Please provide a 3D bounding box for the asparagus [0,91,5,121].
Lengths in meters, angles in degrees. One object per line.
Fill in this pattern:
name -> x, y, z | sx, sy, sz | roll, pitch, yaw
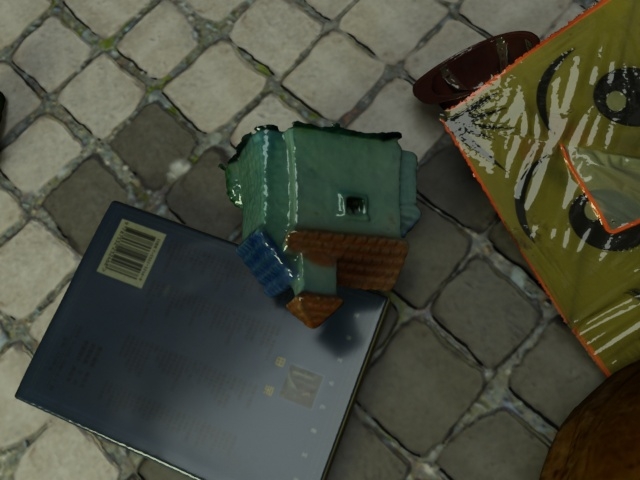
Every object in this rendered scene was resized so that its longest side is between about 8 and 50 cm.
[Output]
asparagus -> -0.374, -0.032, 0.579 | 0.080, 0.080, 0.287 | 26, 78, 15

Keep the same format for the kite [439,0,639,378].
kite -> 0.253, -0.067, 0.489 | 0.327, 0.013, 0.378 | 10, 89, 3

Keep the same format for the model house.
model house -> 0.000, 0.000, 0.489 | 0.148, 0.119, 0.149 | 8, 70, -21

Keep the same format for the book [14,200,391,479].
book -> -0.099, 0.091, 0.528 | 0.269, 0.025, 0.191 | 19, 76, 13

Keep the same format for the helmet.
helmet -> 0.143, -0.129, 0.552 | 0.111, 0.057, 0.089 | -24, 35, 14

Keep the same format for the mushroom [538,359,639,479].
mushroom -> 0.274, 0.192, 0.355 | 0.263, 0.195, 0.283 | -23, 71, -2
